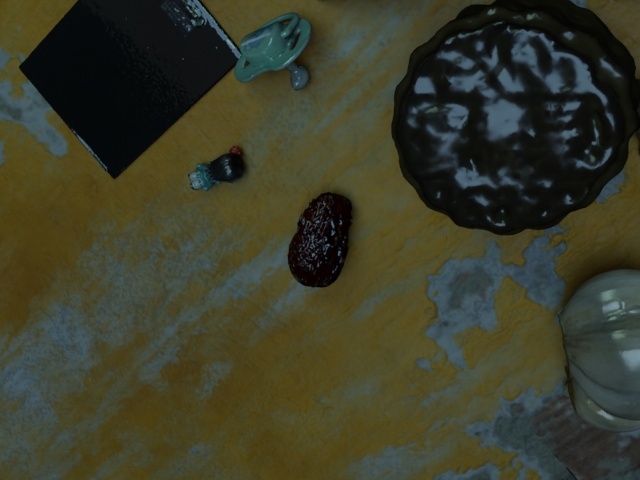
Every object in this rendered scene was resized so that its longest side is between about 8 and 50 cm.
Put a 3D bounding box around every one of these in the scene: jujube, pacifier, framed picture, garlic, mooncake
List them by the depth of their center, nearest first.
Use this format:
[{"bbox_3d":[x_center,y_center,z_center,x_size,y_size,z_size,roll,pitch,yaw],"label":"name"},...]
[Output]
[{"bbox_3d":[0.257,-0.165,0.912,0.324,0.187,0.324,11,119,20],"label":"mooncake"},{"bbox_3d":[0.474,0.173,0.999,0.203,0.184,0.281,-9,105,8],"label":"garlic"},{"bbox_3d":[-0.060,-0.285,1.039,0.150,0.126,0.116,-17,140,34],"label":"pacifier"},{"bbox_3d":[-0.003,0.001,1.107,0.104,0.104,0.165,11,105,10],"label":"jujube"},{"bbox_3d":[-0.328,-0.302,1.132,0.339,0.014,0.255,-37,96,22],"label":"framed picture"}]

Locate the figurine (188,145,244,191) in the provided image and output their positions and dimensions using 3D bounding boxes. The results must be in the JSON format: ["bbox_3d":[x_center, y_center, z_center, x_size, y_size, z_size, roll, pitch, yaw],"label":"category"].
[{"bbox_3d":[-0.177,-0.120,1.139,0.106,0.047,0.060,-17,67,25],"label":"figurine"}]

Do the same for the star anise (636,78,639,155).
[{"bbox_3d":[0.524,-0.242,0.914,0.227,0.218,0.148,-34,60,-3],"label":"star anise"}]
